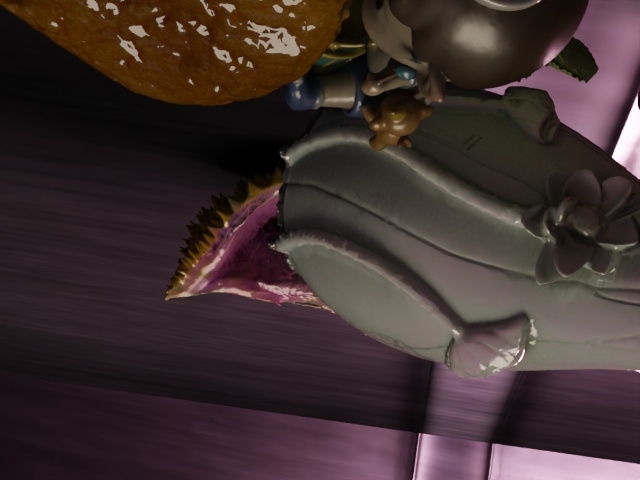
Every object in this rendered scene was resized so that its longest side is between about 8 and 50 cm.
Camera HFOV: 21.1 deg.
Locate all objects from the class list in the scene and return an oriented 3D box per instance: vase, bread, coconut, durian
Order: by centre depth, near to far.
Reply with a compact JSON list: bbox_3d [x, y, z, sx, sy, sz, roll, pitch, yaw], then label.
[{"bbox_3d":[-0.092,-0.198,0.984,0.253,0.142,0.227,33,148,-26],"label":"bread"},{"bbox_3d":[0.133,-0.143,1.292,0.158,0.055,0.133,1,-172,17],"label":"coconut"},{"bbox_3d":[0.182,0.012,1.351,0.445,0.250,0.250,19,175,43],"label":"vase"},{"bbox_3d":[0.003,-0.015,1.719,0.260,0.153,0.186,17,141,-19],"label":"durian"}]

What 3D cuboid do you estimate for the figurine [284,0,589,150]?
[{"bbox_3d":[0.076,-0.165,1.100,0.158,0.161,0.275,32,151,-24],"label":"figurine"}]

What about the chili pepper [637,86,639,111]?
[{"bbox_3d":[0.323,-0.123,1.229,0.137,0.092,0.368,-2,172,-20],"label":"chili pepper"}]
